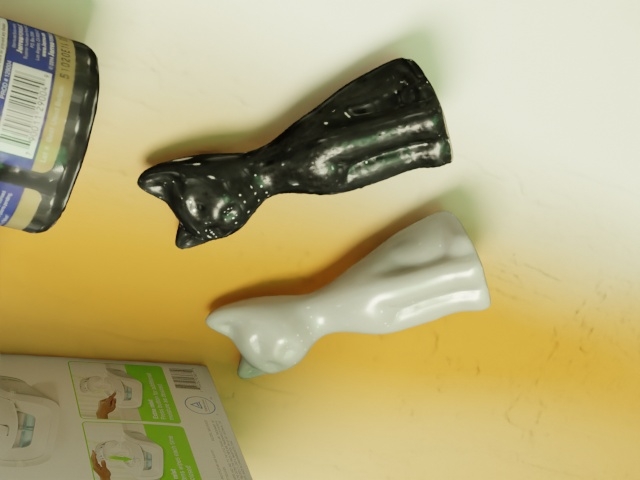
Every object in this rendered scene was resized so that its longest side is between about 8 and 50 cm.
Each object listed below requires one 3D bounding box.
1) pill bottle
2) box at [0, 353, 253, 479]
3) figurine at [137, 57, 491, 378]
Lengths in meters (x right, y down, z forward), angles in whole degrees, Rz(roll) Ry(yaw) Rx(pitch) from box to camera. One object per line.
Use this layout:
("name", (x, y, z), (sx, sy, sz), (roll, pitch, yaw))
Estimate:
("pill bottle", (-0.249, -0.086, 0.616), (0.219, 0.123, 0.123), (15, 110, -26))
("box", (-0.167, 0.191, 0.708), (0.231, 0.262, 0.127), (5, 114, -23))
("figurine", (0.000, 0.000, 0.782), (0.209, 0.092, 0.215), (-20, 122, 0))
